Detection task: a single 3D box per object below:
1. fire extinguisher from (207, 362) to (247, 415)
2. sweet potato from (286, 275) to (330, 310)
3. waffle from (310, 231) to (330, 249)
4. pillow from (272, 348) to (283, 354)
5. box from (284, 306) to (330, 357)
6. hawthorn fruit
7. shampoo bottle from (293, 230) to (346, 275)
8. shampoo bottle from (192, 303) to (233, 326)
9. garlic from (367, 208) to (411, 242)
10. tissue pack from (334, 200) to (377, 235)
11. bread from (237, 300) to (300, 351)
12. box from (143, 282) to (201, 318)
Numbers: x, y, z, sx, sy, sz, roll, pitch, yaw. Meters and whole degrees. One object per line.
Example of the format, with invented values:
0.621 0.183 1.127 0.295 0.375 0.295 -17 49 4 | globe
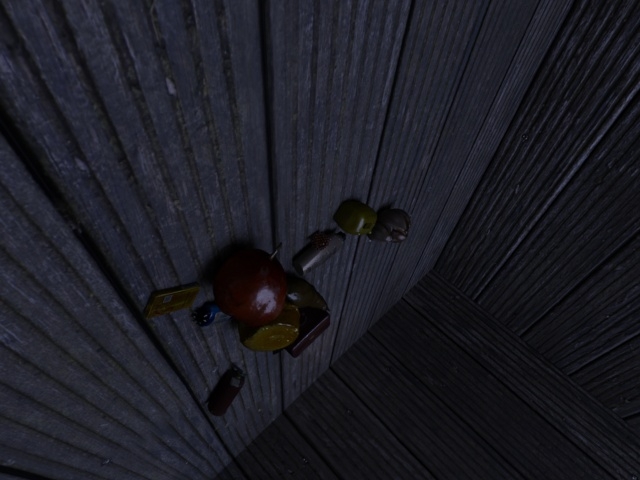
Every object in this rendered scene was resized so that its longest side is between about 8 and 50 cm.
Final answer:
-0.423 0.676 1.902 0.269 0.104 0.104 -57 156 19 | fire extinguisher
-0.075 0.232 1.761 0.131 0.130 0.422 -50 151 2 | sweet potato
0.000 0.000 1.617 0.083 0.075 0.029 -50 168 -34 | waffle
-0.168 0.491 2.112 0.208 0.055 0.141 -38 155 -20 | pillow
-0.093 0.403 1.970 0.294 0.167 0.193 -41 158 -19 | box
-0.194 0.113 1.266 0.272 0.241 0.241 -59 155 16 | hawthorn fruit
0.005 0.043 1.690 0.256 0.078 0.127 -34 148 -27 | shampoo bottle
-0.350 0.246 1.400 0.087 0.050 0.183 -54 158 18 | shampoo bottle
0.334 -0.076 2.014 0.213 0.191 0.160 -3 106 -45 | garlic
0.152 -0.088 1.691 0.178 0.127 0.123 -8 132 -59 | tissue pack
-0.194 0.320 1.588 0.268 0.146 0.269 -9 143 -7 | bread
-0.421 0.170 1.188 0.156 0.022 0.089 -11 136 -56 | box
